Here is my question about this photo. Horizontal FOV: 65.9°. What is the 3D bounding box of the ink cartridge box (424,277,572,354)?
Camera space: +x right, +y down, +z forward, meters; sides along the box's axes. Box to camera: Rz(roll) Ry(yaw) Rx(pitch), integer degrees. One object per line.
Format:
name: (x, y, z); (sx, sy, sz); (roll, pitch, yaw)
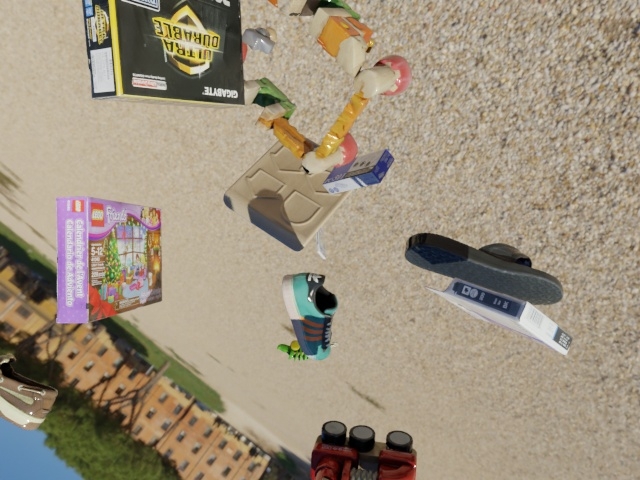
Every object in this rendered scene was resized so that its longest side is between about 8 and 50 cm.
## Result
ink cartridge box: (0.336, 0.134, 0.936); (0.206, 0.045, 0.208); (30, 173, -38)

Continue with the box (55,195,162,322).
box: (-0.376, 0.031, 0.913); (0.057, 0.201, 0.293); (-1, 180, 5)

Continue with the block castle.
block castle: (-0.049, -0.401, 1.104); (0.453, 0.213, 0.303); (43, 127, 6)

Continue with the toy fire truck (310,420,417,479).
toy fire truck: (0.077, 0.466, 0.969); (0.216, 0.159, 0.246); (5, -166, 12)

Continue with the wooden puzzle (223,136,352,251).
wooden puzzle: (-0.086, -0.161, 1.592); (0.322, 0.348, 0.080); (32, 159, 18)

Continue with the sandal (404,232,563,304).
sandal: (0.426, 0.054, 1.237); (0.445, 0.107, 0.167); (21, 154, -14)

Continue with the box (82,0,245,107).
box: (-0.263, -0.375, 0.882); (0.079, 0.322, 0.257); (3, 101, 28)

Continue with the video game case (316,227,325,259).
video game case: (0.000, 0.000, 1.842); (0.011, 0.122, 0.087); (-10, 157, 13)

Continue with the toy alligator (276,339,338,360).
toy alligator: (-0.032, 0.326, 1.447); (0.189, 0.051, 0.056); (2, 142, -16)

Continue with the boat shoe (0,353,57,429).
boat shoe: (-0.633, 0.258, 0.956); (0.257, 0.095, 0.095); (37, 165, -12)

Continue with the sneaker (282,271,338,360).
sneaker: (-0.004, 0.211, 1.326); (0.121, 0.108, 0.302); (-7, 126, 17)

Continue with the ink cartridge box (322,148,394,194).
ink cartridge box: (0.105, -0.193, 1.404); (0.207, 0.097, 0.046); (-7, 133, 51)
